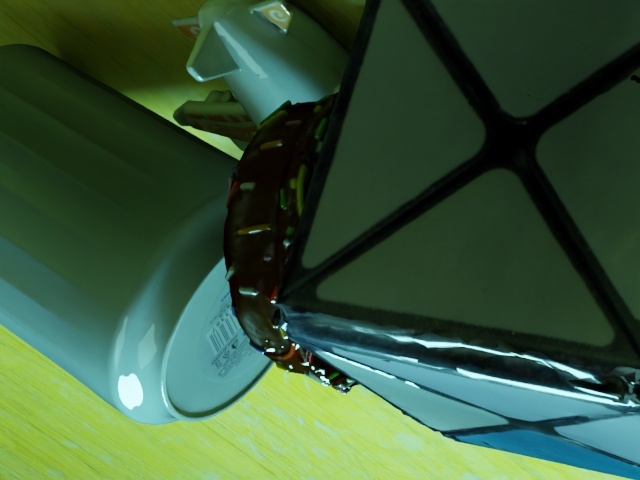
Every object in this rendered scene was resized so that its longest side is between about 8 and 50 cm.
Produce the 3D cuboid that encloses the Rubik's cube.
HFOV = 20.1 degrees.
[{"bbox_3d":[0.189,-0.002,1.304,0.310,0.305,0.307,7,161,31],"label":"Rubik's cube"}]

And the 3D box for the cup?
[{"bbox_3d":[-0.168,-0.005,1.629,0.327,0.237,0.323,30,-162,27],"label":"cup"}]

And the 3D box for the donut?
[{"bbox_3d":[0.000,0.000,1.387,0.089,0.235,0.235,2,147,25],"label":"donut"}]

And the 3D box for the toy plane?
[{"bbox_3d":[-0.022,-0.118,1.503,0.244,0.117,0.245,15,151,9],"label":"toy plane"}]
